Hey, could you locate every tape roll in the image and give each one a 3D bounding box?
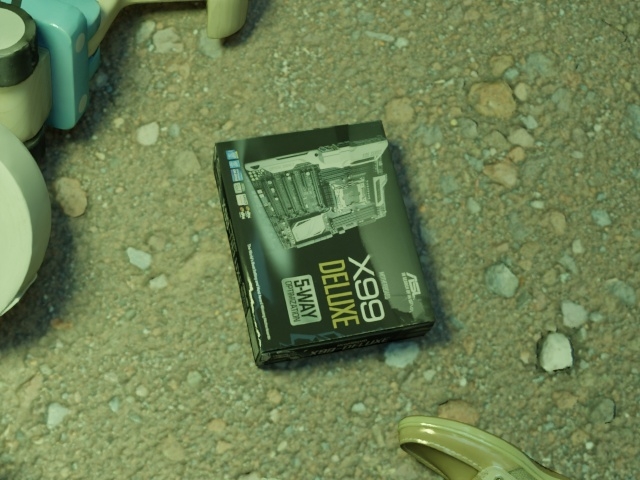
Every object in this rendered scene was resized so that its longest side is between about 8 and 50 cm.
[{"bbox_3d":[-0.479,-0.024,1.466,0.286,0.100,0.286,0,108,1],"label":"tape roll"}]

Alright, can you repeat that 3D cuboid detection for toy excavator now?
[{"bbox_3d":[-0.355,-0.303,1.628,0.433,0.222,0.445,17,50,6],"label":"toy excavator"}]

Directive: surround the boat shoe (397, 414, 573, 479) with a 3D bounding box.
[{"bbox_3d":[0.227,0.321,1.522,0.302,0.109,0.098,28,66,-3],"label":"boat shoe"}]

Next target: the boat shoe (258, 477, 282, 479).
[{"bbox_3d":[-0.062,0.336,1.493,0.226,0.083,0.076,12,55,-16],"label":"boat shoe"}]

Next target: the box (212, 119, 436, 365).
[{"bbox_3d":[0.000,0.000,1.625,0.242,0.076,0.307,-9,70,-12],"label":"box"}]
